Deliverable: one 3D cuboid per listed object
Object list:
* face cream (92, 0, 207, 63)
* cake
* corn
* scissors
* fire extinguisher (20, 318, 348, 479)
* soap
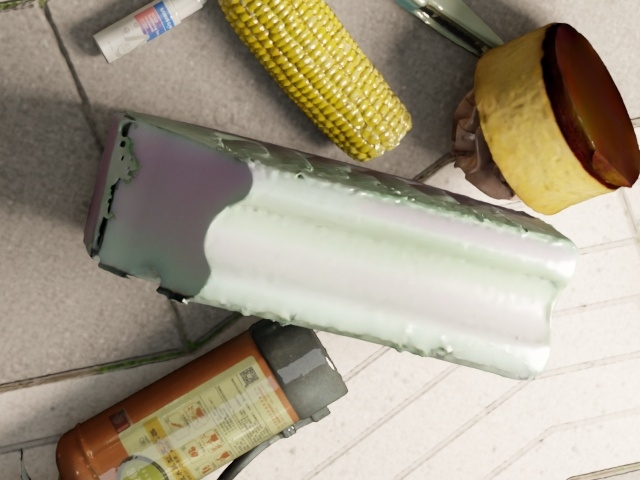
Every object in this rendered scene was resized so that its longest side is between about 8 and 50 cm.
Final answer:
[{"bbox_3d":[-0.166,-0.225,1.969,0.130,0.034,0.034,-30,106,-6],"label":"face cream"},{"bbox_3d":[0.211,-0.111,2.003,0.178,0.207,0.185,-26,111,21],"label":"cake"},{"bbox_3d":[-0.008,-0.187,1.981,0.093,0.093,0.244,-40,106,-2],"label":"corn"},{"bbox_3d":[0.081,-0.270,2.001,0.289,0.041,0.138,34,57,-23],"label":"scissors"},{"bbox_3d":[-0.145,0.228,2.016,0.376,0.113,0.200,-28,106,-2],"label":"fire extinguisher"},{"bbox_3d":[0.000,0.000,1.932,0.446,0.261,0.156,13,98,-14],"label":"soap"}]
